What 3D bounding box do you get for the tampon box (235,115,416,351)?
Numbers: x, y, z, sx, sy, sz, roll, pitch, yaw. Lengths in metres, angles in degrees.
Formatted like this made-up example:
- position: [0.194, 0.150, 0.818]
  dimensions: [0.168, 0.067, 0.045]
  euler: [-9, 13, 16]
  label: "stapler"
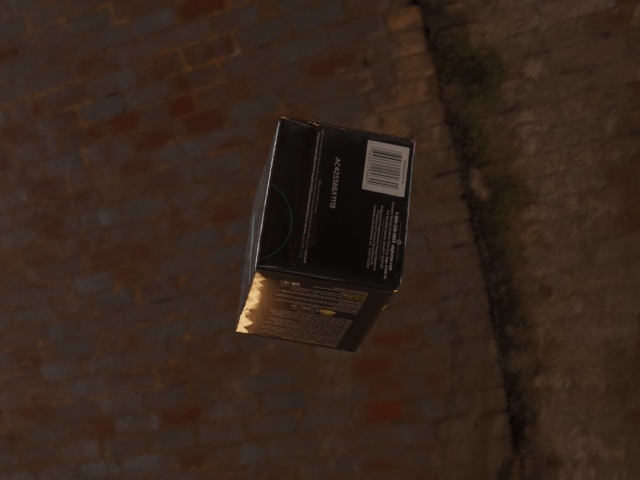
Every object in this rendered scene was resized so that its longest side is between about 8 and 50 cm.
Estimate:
- position: [0.000, 0.000, 0.933]
  dimensions: [0.101, 0.120, 0.161]
  euler: [10, -21, -6]
  label: "tampon box"
